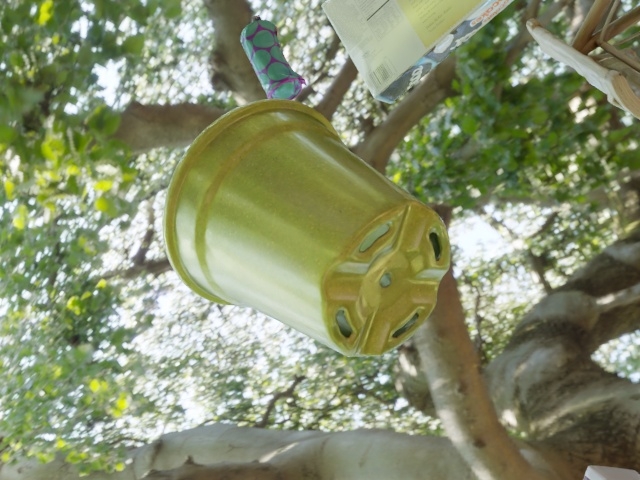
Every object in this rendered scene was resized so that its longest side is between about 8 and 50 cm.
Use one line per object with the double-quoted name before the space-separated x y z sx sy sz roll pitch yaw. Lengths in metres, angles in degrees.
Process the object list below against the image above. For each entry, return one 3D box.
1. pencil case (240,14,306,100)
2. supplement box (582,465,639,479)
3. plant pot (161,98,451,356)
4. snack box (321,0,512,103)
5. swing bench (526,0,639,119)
"pencil case" -0.082 -0.305 1.378 0.070 0.064 0.151 -25 -115 1
"supplement box" 0.313 0.381 0.873 0.073 0.130 0.239 13 -79 -22
"plant pot" 0.000 0.000 0.939 0.276 0.254 0.276 -19 -58 -33
"snack box" 0.164 -0.372 1.181 0.060 0.322 0.187 0 -121 -54
"swing bench" 0.422 -0.266 0.970 0.165 0.254 0.253 35 -161 -25
